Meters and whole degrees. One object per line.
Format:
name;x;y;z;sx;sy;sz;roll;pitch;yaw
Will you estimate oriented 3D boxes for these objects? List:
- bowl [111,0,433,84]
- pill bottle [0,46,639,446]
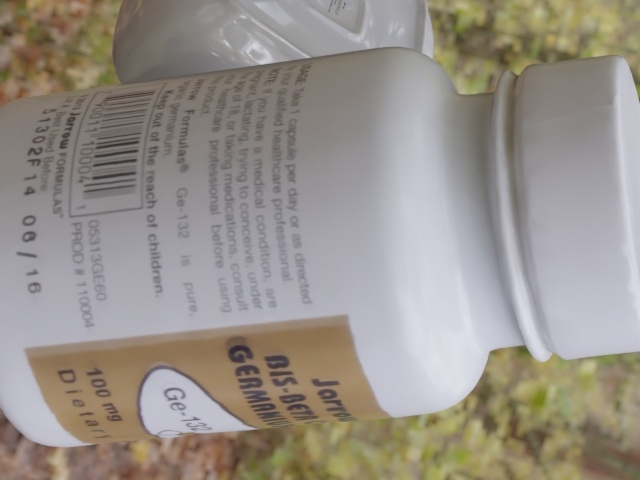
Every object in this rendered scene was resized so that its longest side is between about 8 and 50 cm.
bowl;-0.009;-0.084;0.807;0.053;0.142;0.142;-44;-158;38
pill bottle;0.000;0.000;0.691;0.131;0.229;0.131;-7;90;-75
